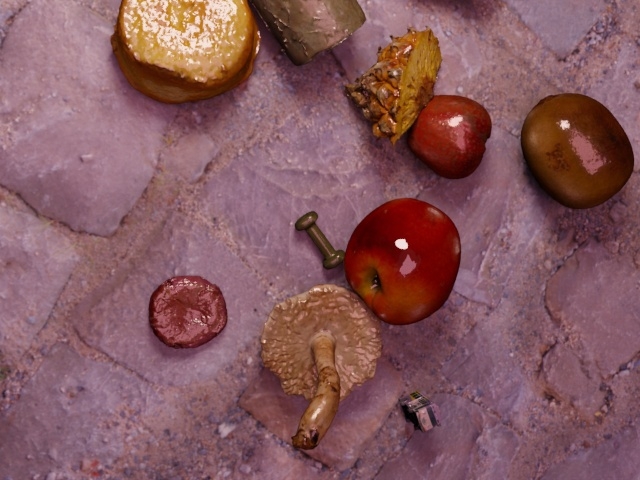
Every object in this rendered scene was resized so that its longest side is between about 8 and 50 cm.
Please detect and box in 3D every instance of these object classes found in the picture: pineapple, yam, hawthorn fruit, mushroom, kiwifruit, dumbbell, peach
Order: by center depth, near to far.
[{"bbox_3d":[-0.060,-0.473,1.351,0.168,0.168,0.304,-35,102,-6],"label":"yam"},{"bbox_3d":[0.029,0.237,1.389,0.233,0.301,0.208,-41,135,7],"label":"mushroom"},{"bbox_3d":[0.120,-0.317,1.405,0.249,0.164,0.139,-53,149,-26],"label":"pineapple"},{"bbox_3d":[0.166,0.038,1.427,0.244,0.200,0.243,2,86,-38],"label":"peach"},{"bbox_3d":[0.222,-0.211,1.458,0.204,0.162,0.162,20,91,6],"label":"hawthorn fruit"},{"bbox_3d":[0.000,0.000,1.471,0.052,0.046,0.118,-36,102,-1],"label":"dumbbell"},{"bbox_3d":[0.496,-0.180,1.484,0.196,0.196,0.234,-39,101,-6],"label":"kiwifruit"}]

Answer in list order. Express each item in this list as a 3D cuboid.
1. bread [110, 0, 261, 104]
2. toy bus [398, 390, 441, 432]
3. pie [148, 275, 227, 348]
[{"bbox_3d":[-0.234,-0.370,1.337,0.269,0.146,0.268,0,92,-13],"label":"bread"},{"bbox_3d":[0.200,0.341,1.517,0.058,0.102,0.052,-22,99,-12],"label":"toy bus"},{"bbox_3d":[-0.251,0.135,1.435,0.154,0.038,0.153,-1,95,-14],"label":"pie"}]
